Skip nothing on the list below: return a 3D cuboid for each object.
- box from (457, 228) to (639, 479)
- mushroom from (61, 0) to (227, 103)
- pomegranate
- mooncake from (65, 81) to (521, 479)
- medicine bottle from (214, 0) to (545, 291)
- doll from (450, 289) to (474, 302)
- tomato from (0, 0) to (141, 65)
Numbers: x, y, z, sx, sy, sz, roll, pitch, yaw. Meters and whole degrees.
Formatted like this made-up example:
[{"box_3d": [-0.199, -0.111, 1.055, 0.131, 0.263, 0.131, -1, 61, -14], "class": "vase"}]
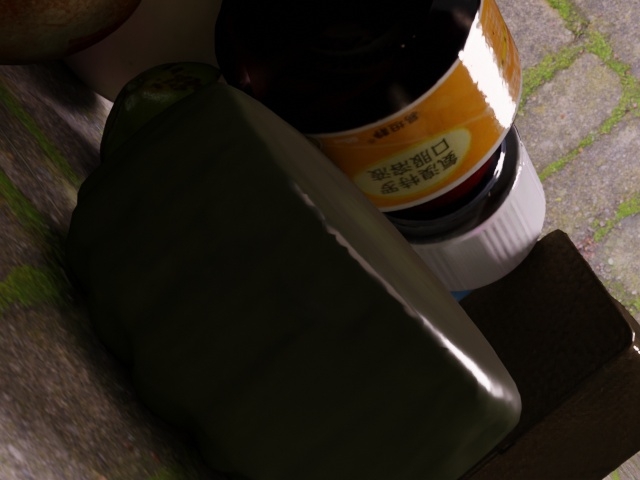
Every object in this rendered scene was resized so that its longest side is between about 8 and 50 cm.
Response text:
[{"box_3d": [0.197, 0.153, 1.650, 0.143, 0.273, 0.184, 41, 13, -42], "class": "box"}, {"box_3d": [-0.141, -0.314, 1.644, 0.325, 0.353, 0.353, 45, 10, -24], "class": "mushroom"}, {"box_3d": [-0.134, -0.077, 1.516, 0.169, 0.122, 0.143, 71, 18, -45], "class": "pomegranate"}, {"box_3d": [-0.025, 0.057, 1.261, 0.356, 0.194, 0.356, 47, 6, -6], "class": "mooncake"}, {"box_3d": [0.086, -0.116, 1.535, 0.395, 0.242, 0.242, 46, 9, -51], "class": "medicine bottle"}, {"box_3d": [0.119, 0.054, 1.934, 0.341, 0.099, 0.346, 14, -37, 42], "class": "doll"}, {"box_3d": [-0.262, -0.260, 1.314, 0.270, 0.222, 0.270, -16, 90, -77], "class": "tomato"}]
